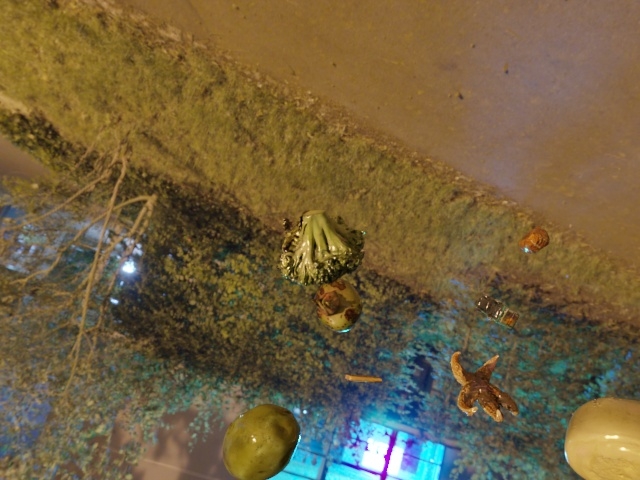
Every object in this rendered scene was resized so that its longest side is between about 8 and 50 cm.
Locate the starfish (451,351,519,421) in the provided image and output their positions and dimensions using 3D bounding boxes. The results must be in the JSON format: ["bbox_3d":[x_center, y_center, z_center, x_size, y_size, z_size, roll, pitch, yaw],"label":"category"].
[{"bbox_3d":[0.462,0.416,1.155,0.215,0.071,0.238,-14,-144,-27],"label":"starfish"}]

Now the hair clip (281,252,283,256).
[{"bbox_3d":[-0.115,0.090,2.126,0.229,0.039,0.070,9,-179,-33],"label":"hair clip"}]

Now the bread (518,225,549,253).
[{"bbox_3d":[0.803,0.003,1.504,0.076,0.105,0.233,45,-168,14],"label":"bread"}]

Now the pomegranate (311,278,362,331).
[{"bbox_3d":[0.074,0.264,1.711,0.222,0.203,0.277,49,165,25],"label":"pomegranate"}]

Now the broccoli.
[{"bbox_3d":[0.002,0.023,1.499,0.333,0.272,0.324,2,-177,18],"label":"broccoli"}]

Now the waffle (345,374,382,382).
[{"bbox_3d":[0.167,0.545,1.582,0.134,0.021,0.092,8,167,-9],"label":"waffle"}]

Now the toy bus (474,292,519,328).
[{"bbox_3d":[0.740,0.292,1.703,0.109,0.091,0.262,26,-173,-1],"label":"toy bus"}]

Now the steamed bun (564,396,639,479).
[{"bbox_3d":[0.716,0.461,0.931,0.272,0.166,0.232,1,-159,45],"label":"steamed bun"}]

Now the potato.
[{"bbox_3d":[-0.177,0.605,1.201,0.215,0.216,0.304,26,137,-27],"label":"potato"}]
